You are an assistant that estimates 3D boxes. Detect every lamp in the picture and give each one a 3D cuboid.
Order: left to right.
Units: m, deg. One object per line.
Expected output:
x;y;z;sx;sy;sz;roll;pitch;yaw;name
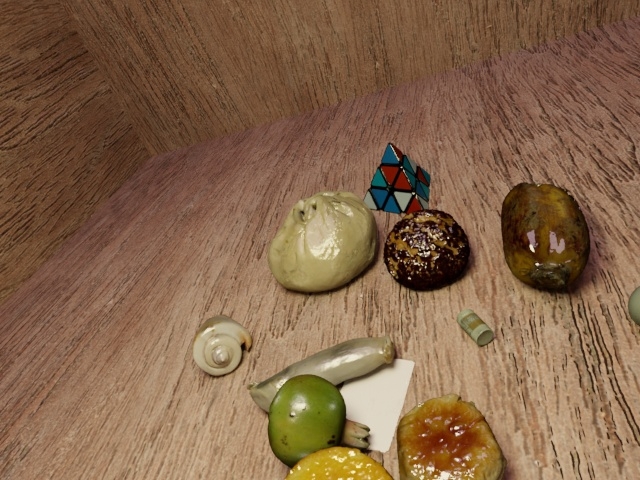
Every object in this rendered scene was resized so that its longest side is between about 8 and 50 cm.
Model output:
0.665;0.131;0.913;0.105;0.105;0.105;-16;32;10;lamp

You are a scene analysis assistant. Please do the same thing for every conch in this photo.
-0.291;0.262;1.293;0.158;0.127;0.255;-32;32;-14;conch

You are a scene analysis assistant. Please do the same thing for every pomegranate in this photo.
-0.003;0.366;0.926;0.210;0.179;0.180;12;38;5;pomegranate

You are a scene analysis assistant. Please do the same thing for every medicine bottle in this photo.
0.352;0.197;1.063;0.047;0.047;0.083;-26;32;-5;medicine bottle

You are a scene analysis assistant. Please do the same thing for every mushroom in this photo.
0.007;0.302;1.071;0.352;0.097;0.109;-24;21;-4;mushroom

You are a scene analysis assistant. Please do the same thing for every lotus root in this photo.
0.545;-0.022;1.146;0.196;0.179;0.397;-9;33;26;lotus root

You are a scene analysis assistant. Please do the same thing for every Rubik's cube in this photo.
0.300;-0.179;1.572;0.284;0.250;0.234;-21;50;-7;Rubik's cube

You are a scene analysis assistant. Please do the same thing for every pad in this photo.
0.109;0.349;1.026;0.157;0.004;0.232;-2;37;30;pad

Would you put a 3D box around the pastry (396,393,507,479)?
0.222;0.376;0.826;0.182;0.093;0.192;-17;30;2;pastry

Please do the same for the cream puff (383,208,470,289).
0.284;0.016;1.269;0.239;0.164;0.239;-14;35;10;cream puff

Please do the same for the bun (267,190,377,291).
0.000;0.000;1.419;0.362;0.234;0.326;-29;37;2;bun

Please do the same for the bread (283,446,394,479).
0.039;0.470;0.755;0.269;0.145;0.268;-13;32;8;bread
